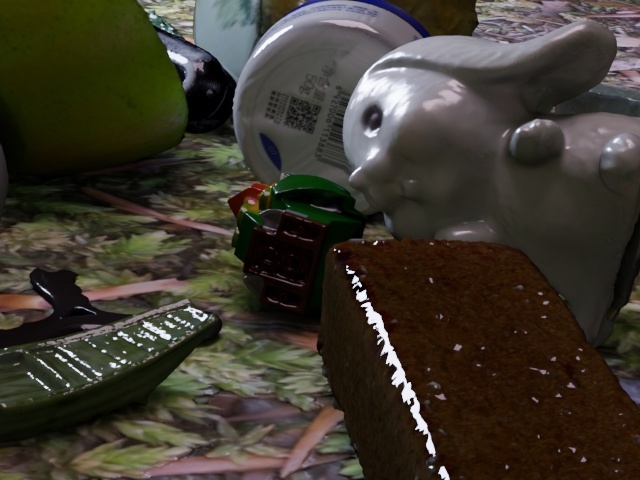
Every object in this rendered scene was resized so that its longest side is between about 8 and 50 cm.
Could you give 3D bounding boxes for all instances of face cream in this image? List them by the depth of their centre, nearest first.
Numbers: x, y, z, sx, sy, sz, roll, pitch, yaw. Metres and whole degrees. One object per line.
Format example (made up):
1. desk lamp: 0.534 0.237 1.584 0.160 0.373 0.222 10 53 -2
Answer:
1. face cream: 0.021 -0.127 1.585 0.206 0.206 0.111 7 24 10

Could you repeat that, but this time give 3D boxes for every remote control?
1. remote control: -0.199 -0.196 1.755 0.266 0.090 0.066 29 -9 34

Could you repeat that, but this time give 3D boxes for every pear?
1. pear: -0.316 -0.194 1.620 0.165 0.399 0.399 -45 41 -19

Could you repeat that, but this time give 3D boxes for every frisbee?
1. frisbee: -0.203 0.055 1.327 0.211 0.012 0.187 -7 21 -24

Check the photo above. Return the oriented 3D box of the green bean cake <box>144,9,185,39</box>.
1. green bean cake: -0.252 -0.200 1.900 0.193 0.107 0.208 -3 22 -21

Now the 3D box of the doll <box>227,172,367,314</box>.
1. doll: -0.008 -0.001 1.375 0.134 0.106 0.186 8 17 -17

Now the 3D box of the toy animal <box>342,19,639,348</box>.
1. toy animal: 0.163 -0.069 1.328 0.289 0.249 0.174 38 42 4

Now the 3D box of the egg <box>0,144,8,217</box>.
1. egg: -0.366 -0.034 1.307 0.232 0.176 0.176 -15 26 -34

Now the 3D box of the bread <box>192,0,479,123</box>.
1. bread: -0.015 -0.244 1.857 0.264 0.239 0.395 -5 21 -23

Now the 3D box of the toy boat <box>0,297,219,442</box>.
1. toy boat: -0.204 0.098 1.142 0.293 0.055 0.093 -12 23 -34

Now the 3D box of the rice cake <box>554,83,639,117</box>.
1. rice cake: 0.423 -0.125 1.848 0.336 0.066 0.063 15 22 28

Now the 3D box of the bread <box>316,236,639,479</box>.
1. bread: 0.107 0.118 1.052 0.165 0.113 0.416 -1 21 -9
